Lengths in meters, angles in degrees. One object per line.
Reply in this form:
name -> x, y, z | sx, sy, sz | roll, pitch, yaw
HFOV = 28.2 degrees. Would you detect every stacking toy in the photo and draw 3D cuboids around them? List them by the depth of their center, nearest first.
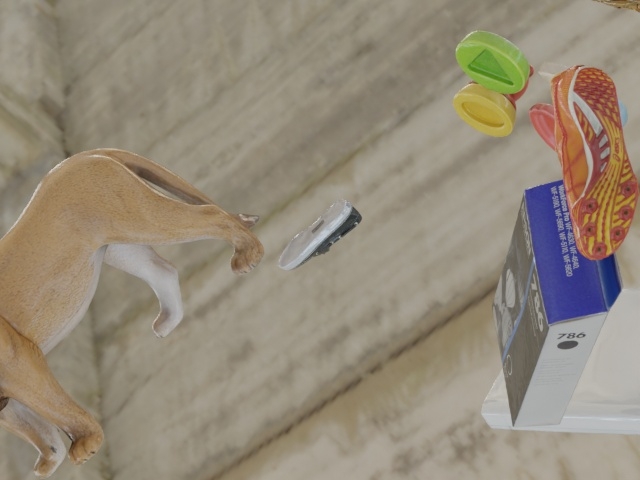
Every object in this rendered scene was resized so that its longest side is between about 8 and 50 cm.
stacking toy -> 0.381, -0.280, 2.195 | 0.309, 0.279, 0.130 | 23, -112, 25

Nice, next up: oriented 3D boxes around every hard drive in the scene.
hard drive -> 0.400, 0.150, 1.630 | 0.353, 0.047, 0.233 | -6, -142, 44

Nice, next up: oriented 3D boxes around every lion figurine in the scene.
lion figurine -> -0.233, 0.036, 1.062 | 0.142, 0.240, 0.392 | -23, -156, 55

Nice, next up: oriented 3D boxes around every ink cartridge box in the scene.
ink cartridge box -> 0.244, 0.062, 1.363 | 0.065, 0.333, 0.165 | -3, -122, -4

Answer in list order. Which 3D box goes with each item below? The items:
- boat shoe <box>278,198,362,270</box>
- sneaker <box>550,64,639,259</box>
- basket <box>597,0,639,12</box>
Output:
boat shoe -> 0.000, 0.000, 1.812 | 0.142, 0.040, 0.049 | -42, -150, 20
sneaker -> 0.244, -0.070, 1.148 | 0.067, 0.064, 0.175 | -167, -109, -76
basket -> 0.332, -0.313, 1.191 | 0.299, 0.223, 0.214 | 27, -77, 51
